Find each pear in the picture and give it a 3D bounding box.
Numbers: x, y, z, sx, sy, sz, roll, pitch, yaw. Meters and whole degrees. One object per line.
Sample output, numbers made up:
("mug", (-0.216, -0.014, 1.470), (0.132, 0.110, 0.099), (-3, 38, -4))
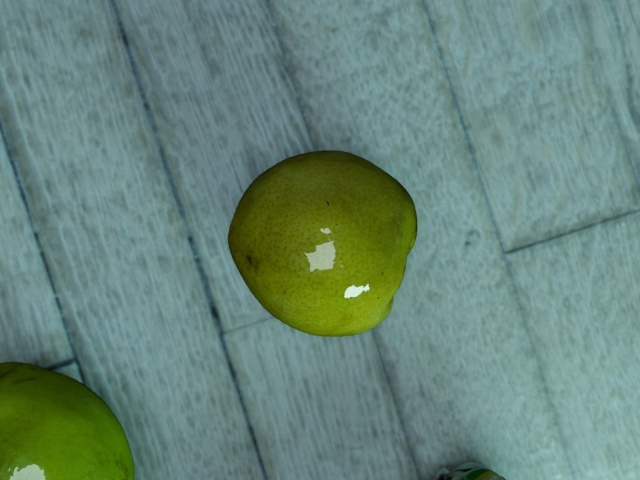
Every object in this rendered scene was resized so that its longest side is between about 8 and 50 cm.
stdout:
("pear", (-0.310, 0.263, 1.638), (0.212, 0.212, 0.269), (-26, 97, 2))
("pear", (0.000, 0.000, 1.618), (0.208, 0.209, 0.209), (0, 93, 1))

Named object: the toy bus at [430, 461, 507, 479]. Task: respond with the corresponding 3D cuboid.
("toy bus", (0.106, 0.375, 1.646), (0.305, 0.179, 0.143), (-35, 106, 3))
